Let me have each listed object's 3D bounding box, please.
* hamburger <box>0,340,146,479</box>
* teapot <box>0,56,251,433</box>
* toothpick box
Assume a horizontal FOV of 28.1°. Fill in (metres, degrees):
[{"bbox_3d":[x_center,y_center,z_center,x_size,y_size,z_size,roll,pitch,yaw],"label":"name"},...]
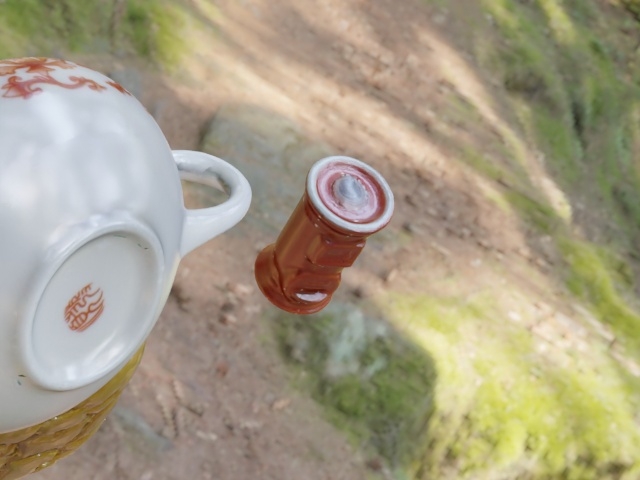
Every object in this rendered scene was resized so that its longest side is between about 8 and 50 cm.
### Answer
[{"bbox_3d":[-0.268,0.099,1.046,0.158,0.318,0.318,60,21,17],"label":"hamburger"},{"bbox_3d":[-0.116,0.002,0.533,0.116,0.159,0.245,14,18,34],"label":"teapot"},{"bbox_3d":[0.000,0.000,0.645,0.047,0.083,0.047,13,51,-17],"label":"toothpick box"}]
